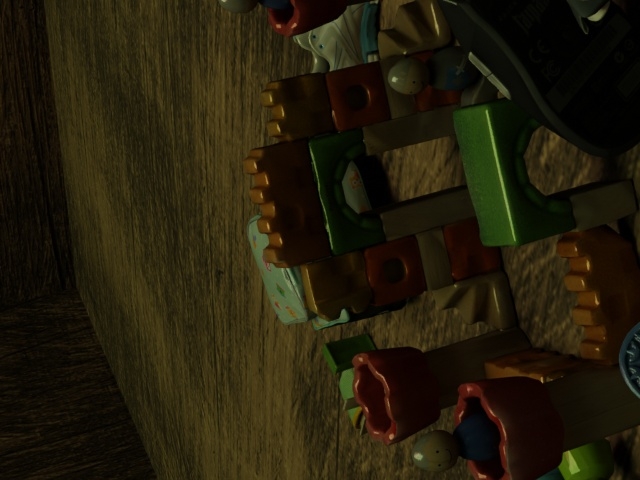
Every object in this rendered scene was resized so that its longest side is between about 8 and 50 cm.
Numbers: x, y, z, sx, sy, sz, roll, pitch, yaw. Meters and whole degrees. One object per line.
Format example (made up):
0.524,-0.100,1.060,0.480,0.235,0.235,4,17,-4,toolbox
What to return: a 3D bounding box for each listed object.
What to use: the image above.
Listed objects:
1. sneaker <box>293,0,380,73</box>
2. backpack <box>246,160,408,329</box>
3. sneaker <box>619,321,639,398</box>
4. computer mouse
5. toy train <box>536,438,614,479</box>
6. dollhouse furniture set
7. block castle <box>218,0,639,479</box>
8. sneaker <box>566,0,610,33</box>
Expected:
0.012,-0.227,1.293,0.071,0.083,0.190,-135,36,-58,sneaker
0.000,0.000,1.410,0.166,0.144,0.188,151,106,-76,backpack
0.291,0.126,0.795,0.232,0.090,0.081,43,106,28,sneaker
0.145,-0.190,0.875,0.262,0.184,0.060,40,165,-16,computer mouse
0.226,0.217,1.022,0.248,0.105,0.143,105,159,-55,toy train
0.031,0.178,1.579,0.151,0.059,0.076,100,149,-51,dollhouse furniture set
0.079,-0.048,1.038,0.303,0.213,0.453,-176,72,-70,block castle
0.129,-0.197,0.786,0.094,0.235,0.153,-87,-5,-57,sneaker
